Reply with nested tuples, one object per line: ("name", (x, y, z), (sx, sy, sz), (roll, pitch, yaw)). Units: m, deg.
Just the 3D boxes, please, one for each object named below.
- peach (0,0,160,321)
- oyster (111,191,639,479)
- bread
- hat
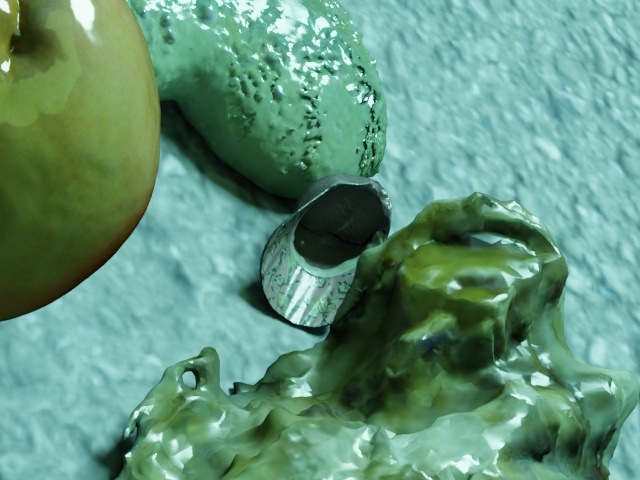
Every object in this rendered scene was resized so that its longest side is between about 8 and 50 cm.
("peach", (-0.152, -0.049, 0.791), (0.184, 0.184, 0.184), (21, 45, -23))
("oyster", (0.028, 0.121, 0.827), (0.351, 0.115, 0.238), (-21, 70, -46))
("bread", (-0.054, -0.121, 1.010), (0.232, 0.064, 0.172), (30, 44, -16))
("hat", (-0.002, 0.002, 0.969), (0.058, 0.042, 0.087), (40, 74, -20))
